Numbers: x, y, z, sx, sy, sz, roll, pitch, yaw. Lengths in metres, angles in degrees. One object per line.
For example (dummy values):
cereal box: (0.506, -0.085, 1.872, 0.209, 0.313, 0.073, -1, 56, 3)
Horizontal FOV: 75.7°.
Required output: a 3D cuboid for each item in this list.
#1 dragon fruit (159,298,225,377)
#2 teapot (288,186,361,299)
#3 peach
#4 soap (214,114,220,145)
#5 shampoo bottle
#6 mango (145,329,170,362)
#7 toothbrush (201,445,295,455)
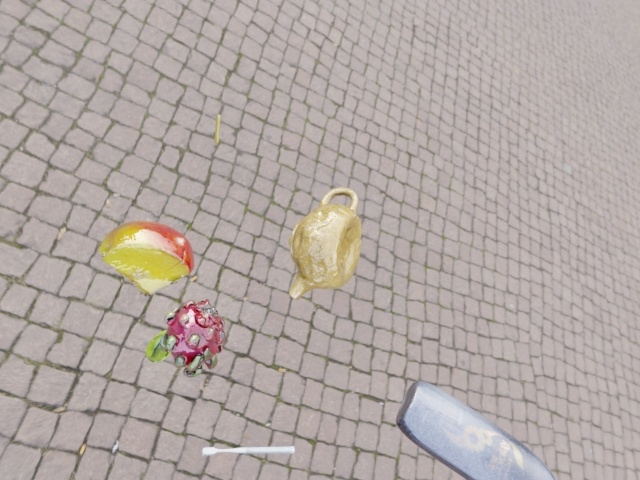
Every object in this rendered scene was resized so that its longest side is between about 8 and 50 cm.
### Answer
dragon fruit: (-0.388, 0.313, 1.303, 0.198, 0.273, 0.218, -19, 50, -6)
teapot: (0.000, 0.000, 1.000, 0.203, 0.166, 0.312, 54, 50, -57)
peach: (-0.291, 0.022, 0.699, 0.151, 0.151, 0.118, 38, 60, -12)
soap: (-0.303, -0.325, 1.208, 0.012, 0.034, 0.089, 2, 96, -23)
shampoo bottle: (0.217, 0.286, 0.560, 0.233, 0.049, 0.087, 32, 52, 8)
mango: (-0.583, 0.381, 1.519, 0.091, 0.165, 0.074, 19, 26, -50)
toothbrush: (-0.249, 0.747, 1.462, 0.342, 0.030, 0.025, 10, 45, -23)
